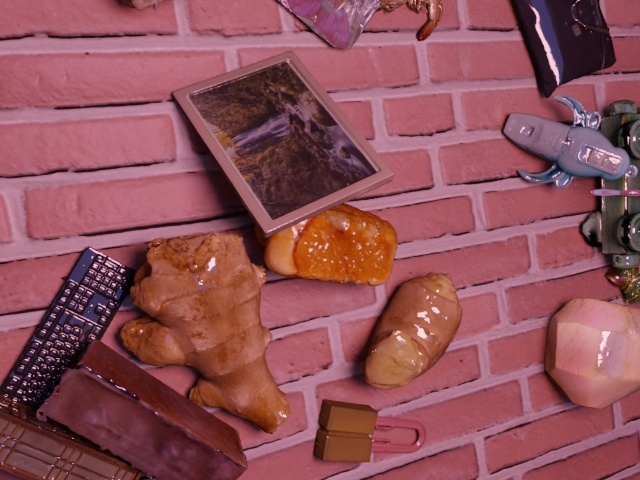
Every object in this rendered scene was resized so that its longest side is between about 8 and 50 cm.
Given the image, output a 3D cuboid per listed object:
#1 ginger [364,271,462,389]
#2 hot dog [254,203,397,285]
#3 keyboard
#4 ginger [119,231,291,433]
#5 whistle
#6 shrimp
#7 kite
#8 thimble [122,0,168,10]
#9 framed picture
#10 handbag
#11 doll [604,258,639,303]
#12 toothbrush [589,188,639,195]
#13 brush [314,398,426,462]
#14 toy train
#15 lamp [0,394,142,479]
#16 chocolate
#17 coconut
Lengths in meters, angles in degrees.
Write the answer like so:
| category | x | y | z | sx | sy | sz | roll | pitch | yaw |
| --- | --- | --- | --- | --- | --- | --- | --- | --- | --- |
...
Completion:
| category | x | y | z | sx | sy | sz | roll | pitch | yaw |
| --- | --- | --- | --- | --- | --- | --- | --- | --- | --- |
| ginger | 0.173 | 0.173 | 1.151 | 0.138 | 0.152 | 0.267 | 33 | 58 | 6 |
| hot dog | 0.000 | 0.000 | 1.061 | 0.256 | 0.153 | 0.150 | 9 | 99 | -39 |
| keyboard | -0.406 | 0.163 | 0.966 | 0.101 | 0.018 | 0.310 | 33 | 79 | -21 |
| ginger | -0.181 | 0.169 | 0.988 | 0.236 | 0.166 | 0.376 | -17 | 98 | -27 |
| whistle | 0.508 | -0.189 | 1.260 | 0.274 | 0.093 | 0.186 | 26 | 106 | 14 |
| shrimp | 0.163 | -0.438 | 1.190 | 0.178 | 0.034 | 0.124 | -31 | 110 | -22 |
| kite | -0.053 | -0.492 | 1.090 | 0.360 | 0.022 | 0.204 | 22 | 87 | -18 |
| thimble | -0.272 | -0.477 | 0.918 | 0.148 | 0.196 | 0.229 | -27 | 131 | -17 |
| framed picture | -0.065 | -0.171 | 1.002 | 0.240 | 0.020 | 0.324 | -24 | 64 | -20 |
| handbag | 0.519 | -0.460 | 1.310 | 0.211 | 0.088 | 0.254 | -27 | 102 | -15 |
| doll | 0.713 | 0.089 | 1.412 | 0.078 | 0.076 | 0.113 | -39 | 105 | -8 |
| toothbrush | 0.632 | -0.097 | 1.253 | 0.193 | 0.019 | 0.013 | 0 | 94 | -10 |
| brush | 0.107 | 0.368 | 1.175 | 0.233 | 0.047 | 0.103 | 13 | 86 | -23 |
| toy train | 0.702 | -0.122 | 1.372 | 0.237 | 0.150 | 0.369 | -4 | 94 | -29 |
| lamp | -0.423 | 0.297 | 0.904 | 0.325 | 0.089 | 0.090 | 37 | 79 | -26 |
| chocolate | -0.264 | 0.275 | 0.955 | 0.321 | 0.112 | 0.112 | 39 | 100 | -21 |
| coconut | 0.590 | 0.243 | 1.300 | 0.236 | 0.197 | 0.237 | 1 | 88 | -28 |
